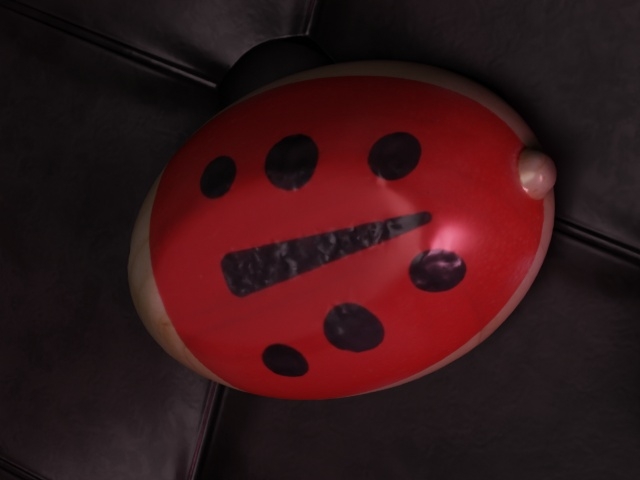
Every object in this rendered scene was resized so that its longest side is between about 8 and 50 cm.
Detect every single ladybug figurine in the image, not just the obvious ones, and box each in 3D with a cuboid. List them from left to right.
[{"bbox_3d":[0.000,0.000,1.470,0.449,0.162,0.305,-22,91,29],"label":"ladybug figurine"}]
